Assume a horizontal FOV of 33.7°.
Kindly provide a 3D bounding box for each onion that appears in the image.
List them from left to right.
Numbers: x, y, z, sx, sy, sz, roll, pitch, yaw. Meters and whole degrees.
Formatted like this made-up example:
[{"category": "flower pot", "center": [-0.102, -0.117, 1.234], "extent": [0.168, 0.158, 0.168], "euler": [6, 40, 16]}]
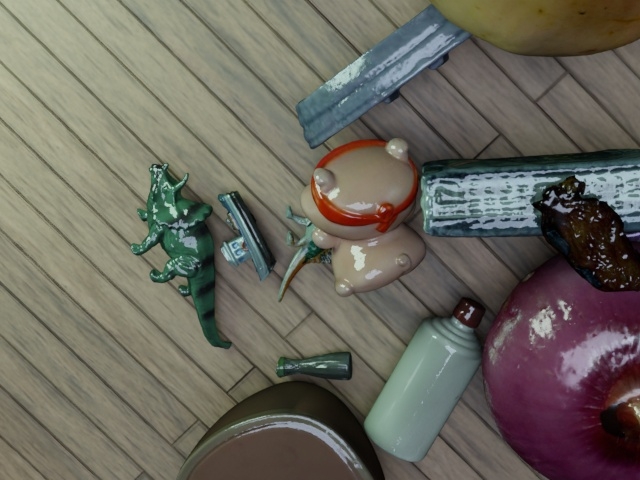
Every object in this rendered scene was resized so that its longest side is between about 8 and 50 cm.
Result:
[{"category": "onion", "center": [0.394, 0.195, 1.401], "extent": [0.359, 0.344, 0.358], "euler": [5, 139, 4]}]

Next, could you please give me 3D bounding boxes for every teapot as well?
[{"category": "teapot", "center": [-0.010, 0.186, 1.564], "extent": [0.111, 0.043, 0.042], "euler": [-1, 102, 8]}]

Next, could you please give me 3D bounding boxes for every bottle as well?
[{"category": "bottle", "center": [0.161, 0.192, 1.517], "extent": [0.104, 0.104, 0.245], "euler": [29, 103, -1]}]

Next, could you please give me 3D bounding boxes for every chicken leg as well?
[{"category": "chicken leg", "center": [0.360, 0.014, 1.261], "extent": [0.253, 0.051, 0.106], "euler": [26, 111, -12]}]

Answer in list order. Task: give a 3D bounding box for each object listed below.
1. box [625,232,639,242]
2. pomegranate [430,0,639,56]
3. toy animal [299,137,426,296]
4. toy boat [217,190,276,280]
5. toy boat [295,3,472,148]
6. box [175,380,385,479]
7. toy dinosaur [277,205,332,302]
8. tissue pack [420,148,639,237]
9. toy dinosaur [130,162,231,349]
[{"category": "box", "center": [0.402, 0.005, 1.481], "extent": [0.117, 0.050, 0.036], "euler": [-8, 100, 5]}, {"category": "pomegranate", "center": [0.276, -0.405, 1.253], "extent": [0.412, 0.411, 0.411], "euler": [1, 102, 5]}, {"category": "toy animal", "center": [0.061, -0.038, 1.438], "extent": [0.171, 0.171, 0.197], "euler": [-9, 111, 7]}, {"category": "toy boat", "center": [-0.115, -0.002, 1.521], "extent": [0.066, 0.059, 0.140], "euler": [-29, 100, -2]}, {"category": "toy boat", "center": [0.085, -0.223, 1.421], "extent": [0.283, 0.127, 0.078], "euler": [-34, 97, 16]}, {"category": "box", "center": [-0.041, 0.352, 1.515], "extent": [0.301, 0.216, 0.300], "euler": [1, 101, 6]}, {"category": "toy dinosaur", "center": [0.001, 0.001, 1.523], "extent": [0.106, 0.044, 0.187], "euler": [5, 92, -13]}, {"category": "tissue pack", "center": [0.290, -0.062, 1.384], "extent": [0.316, 0.228, 0.103], "euler": [-3, 99, 6]}, {"category": "toy dinosaur", "center": [-0.206, 0.031, 1.531], "extent": [0.120, 0.079, 0.291], "euler": [-3, 105, 8]}]
